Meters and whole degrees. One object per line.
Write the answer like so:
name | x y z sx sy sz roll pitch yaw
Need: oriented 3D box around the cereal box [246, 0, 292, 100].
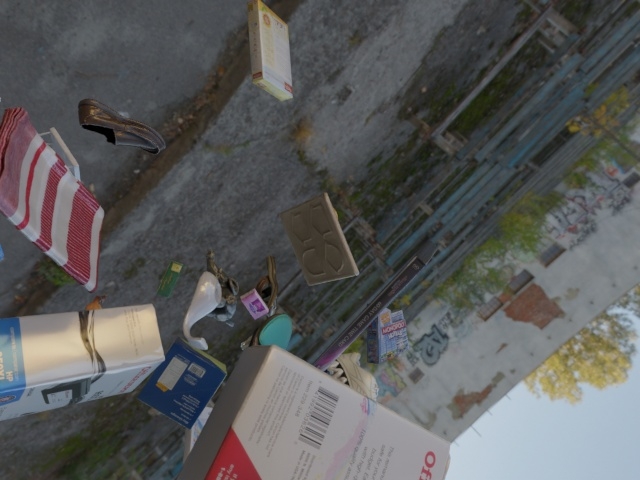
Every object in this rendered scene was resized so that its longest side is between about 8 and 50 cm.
cereal box | -0.148 -0.561 1.363 0.047 0.240 0.173 -6 174 25

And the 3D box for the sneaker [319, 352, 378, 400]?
sneaker | 0.092 0.372 1.072 0.118 0.292 0.110 -7 127 -19

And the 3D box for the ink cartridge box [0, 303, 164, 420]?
ink cartridge box | -0.628 0.298 1.115 0.394 0.166 0.285 -1 151 -42

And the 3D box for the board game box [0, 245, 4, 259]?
board game box | -1.360 0.118 1.620 0.308 0.302 0.086 0 128 -9

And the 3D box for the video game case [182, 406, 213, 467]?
video game case | -0.376 0.772 1.622 0.036 0.329 0.300 -16 148 22

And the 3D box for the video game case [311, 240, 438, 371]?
video game case | 0.093 0.116 0.790 0.274 0.026 0.196 -49 170 18

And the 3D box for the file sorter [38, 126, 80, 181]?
file sorter | -1.064 -0.257 1.777 0.173 0.193 0.278 -29 167 -34

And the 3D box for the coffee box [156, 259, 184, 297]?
coffee box | -0.472 0.120 1.443 0.113 0.040 0.184 -69 -167 -8

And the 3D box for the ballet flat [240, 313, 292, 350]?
ballet flat | -0.153 0.273 1.073 0.096 0.095 0.280 -21 -160 25

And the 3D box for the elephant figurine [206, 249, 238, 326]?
elephant figurine | -0.409 0.194 1.871 0.169 0.240 0.186 14 131 -24

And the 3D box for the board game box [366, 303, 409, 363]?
board game box | 0.231 0.304 1.582 0.194 0.194 0.060 -9 178 -39

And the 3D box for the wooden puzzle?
wooden puzzle | 0.000 0.000 1.769 0.080 0.322 0.347 -24 -176 -36

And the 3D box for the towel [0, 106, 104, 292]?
towel | -0.533 -0.071 0.920 0.037 0.237 0.329 -15 144 -1

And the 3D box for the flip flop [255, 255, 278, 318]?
flip flop | -0.193 0.164 1.612 0.080 0.277 0.112 0 135 -10

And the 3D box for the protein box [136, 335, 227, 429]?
protein box | -0.443 0.457 1.484 0.201 0.199 0.136 -57 -171 -9

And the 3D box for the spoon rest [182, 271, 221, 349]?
spoon rest | -0.378 0.218 1.456 0.276 0.084 0.137 -89 172 -48

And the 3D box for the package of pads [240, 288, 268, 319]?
package of pads | -0.193 0.185 1.336 0.050 0.083 0.032 -29 -154 1

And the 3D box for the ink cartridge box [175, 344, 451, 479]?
ink cartridge box | -0.007 0.306 0.596 0.131 0.306 0.226 -26 -147 59

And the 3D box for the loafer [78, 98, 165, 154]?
loafer | -0.831 -0.440 1.901 0.133 0.365 0.130 -17 -122 47

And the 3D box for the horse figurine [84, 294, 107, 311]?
horse figurine | -0.813 0.305 1.637 0.066 0.263 0.174 6 151 -24
